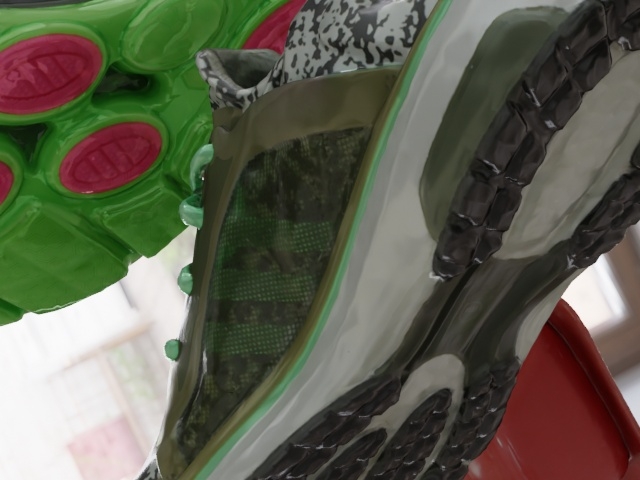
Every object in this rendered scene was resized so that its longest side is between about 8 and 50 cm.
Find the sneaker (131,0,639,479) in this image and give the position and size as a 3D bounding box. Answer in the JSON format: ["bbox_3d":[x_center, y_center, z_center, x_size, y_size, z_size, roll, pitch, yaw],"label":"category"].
[{"bbox_3d":[0.000,0.000,0.649,0.410,0.158,0.182,-55,53,24],"label":"sneaker"}]

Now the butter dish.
[{"bbox_3d":[0.077,0.108,0.807,0.160,0.118,0.160,3,135,46],"label":"butter dish"}]

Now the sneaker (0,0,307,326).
[{"bbox_3d":[-0.114,-0.121,0.842,0.202,0.483,0.185,35,156,54],"label":"sneaker"}]
